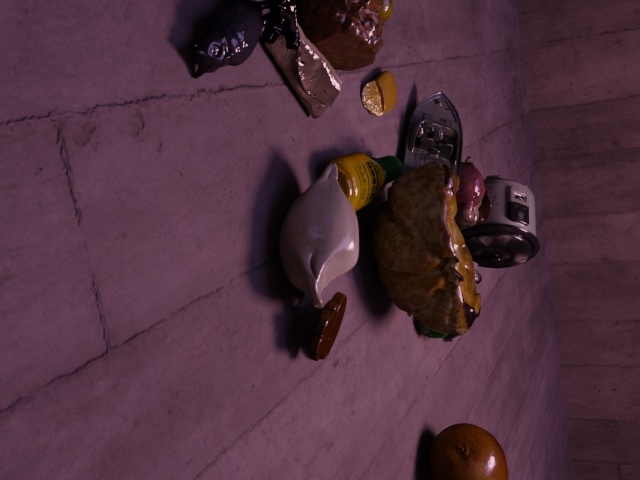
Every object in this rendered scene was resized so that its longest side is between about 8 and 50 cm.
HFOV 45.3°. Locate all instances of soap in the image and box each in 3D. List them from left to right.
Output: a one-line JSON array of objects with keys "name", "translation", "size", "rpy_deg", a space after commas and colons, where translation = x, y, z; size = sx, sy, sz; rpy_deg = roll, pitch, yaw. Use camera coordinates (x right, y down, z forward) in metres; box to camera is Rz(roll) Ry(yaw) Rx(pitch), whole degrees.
[{"name": "soap", "translation": [0.137, -0.323, 1.707], "size": [0.168, 0.033, 0.089], "rpy_deg": [-49, 127, -54]}]

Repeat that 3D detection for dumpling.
[{"name": "dumpling", "translation": [0.000, 0.000, 1.294], "size": [0.179, 0.132, 0.252], "rpy_deg": [82, 10, -68]}]

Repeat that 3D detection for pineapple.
[{"name": "pineapple", "translation": [0.033, -0.488, 1.398], "size": [0.169, 0.169, 0.340], "rpy_deg": [27, 58, -60]}]

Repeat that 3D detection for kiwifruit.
[{"name": "kiwifruit", "translation": [0.357, 0.551, 1.849], "size": [0.234, 0.196, 0.196], "rpy_deg": [57, 38, -51]}]

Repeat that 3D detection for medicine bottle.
[{"name": "medicine bottle", "translation": [0.090, -0.127, 1.537], "size": [0.309, 0.076, 0.111], "rpy_deg": [-29, 120, -63]}]

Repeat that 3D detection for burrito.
[{"name": "burrito", "translation": [-0.031, -0.305, 1.322], "size": [0.226, 0.087, 0.060], "rpy_deg": [47, 7, -48]}]

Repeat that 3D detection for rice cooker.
[{"name": "rice cooker", "translation": [0.491, -0.037, 2.158], "size": [0.281, 0.241, 0.227], "rpy_deg": [20, 59, -20]}]

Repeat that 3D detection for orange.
[{"name": "orange", "translation": [0.217, 0.019, 1.621], "size": [0.271, 0.211, 0.368], "rpy_deg": [-59, 136, -60]}]

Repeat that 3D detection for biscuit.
[{"name": "biscuit", "translation": [0.010, 0.149, 1.330], "size": [0.175, 0.026, 0.124], "rpy_deg": [4, 105, -78]}]

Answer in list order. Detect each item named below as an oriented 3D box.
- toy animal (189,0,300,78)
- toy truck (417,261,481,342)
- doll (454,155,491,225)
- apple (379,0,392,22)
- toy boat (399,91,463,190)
[{"name": "toy animal", "translation": [-0.130, -0.321, 1.121], "size": [0.210, 0.117, 0.121], "rpy_deg": [-36, 149, -33]}, {"name": "toy truck", "translation": [0.316, 0.143, 1.919], "size": [0.125, 0.101, 0.242], "rpy_deg": [29, 51, -11]}, {"name": "doll", "translation": [0.354, -0.124, 1.987], "size": [0.256, 0.152, 0.196], "rpy_deg": [-19, 94, -74]}, {"name": "apple", "translation": [0.116, -0.510, 1.650], "size": [0.089, 0.075, 0.089], "rpy_deg": [-6, 90, -85]}, {"name": "toy boat", "translation": [0.277, -0.244, 1.864], "size": [0.092, 0.141, 0.319], "rpy_deg": [114, -10, -56]}]
